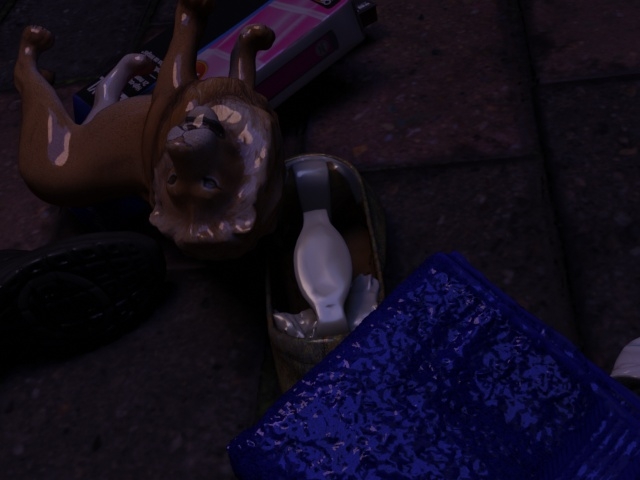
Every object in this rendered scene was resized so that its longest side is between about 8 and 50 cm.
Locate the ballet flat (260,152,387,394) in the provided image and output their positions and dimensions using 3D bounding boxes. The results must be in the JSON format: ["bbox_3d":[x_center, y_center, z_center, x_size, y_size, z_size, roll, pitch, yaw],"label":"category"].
[{"bbox_3d":[0.000,0.000,0.771,0.123,0.123,0.348,-11,41,3],"label":"ballet flat"}]

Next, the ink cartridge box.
[{"bbox_3d":[-0.143,-0.167,0.991,0.371,0.069,0.176,-41,48,-12],"label":"ink cartridge box"}]

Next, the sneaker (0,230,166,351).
[{"bbox_3d":[-0.282,0.047,0.809,0.286,0.109,0.130,-18,33,-10],"label":"sneaker"}]

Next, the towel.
[{"bbox_3d":[0.124,0.151,0.540,0.308,0.076,0.227,37,59,22],"label":"towel"}]

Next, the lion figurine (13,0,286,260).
[{"bbox_3d":[-0.175,-0.091,0.828,0.392,0.142,0.240,-4,69,43],"label":"lion figurine"}]

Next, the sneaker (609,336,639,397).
[{"bbox_3d":[0.283,0.100,0.632,0.152,0.053,0.061,12,45,27],"label":"sneaker"}]

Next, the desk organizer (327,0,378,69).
[{"bbox_3d":[0.009,-0.244,1.086,0.130,0.050,0.047,-33,45,-21],"label":"desk organizer"}]
